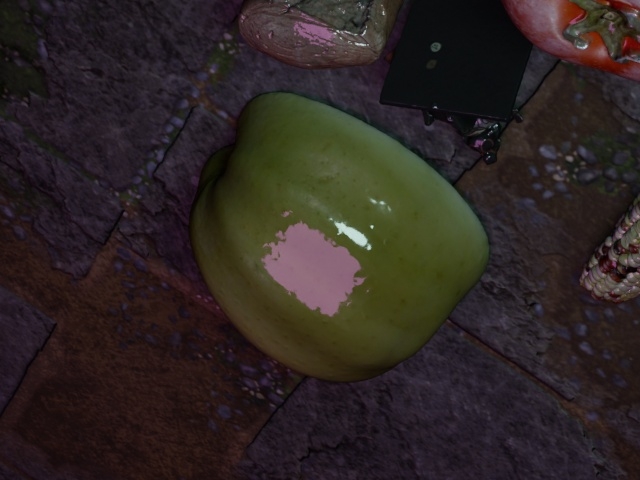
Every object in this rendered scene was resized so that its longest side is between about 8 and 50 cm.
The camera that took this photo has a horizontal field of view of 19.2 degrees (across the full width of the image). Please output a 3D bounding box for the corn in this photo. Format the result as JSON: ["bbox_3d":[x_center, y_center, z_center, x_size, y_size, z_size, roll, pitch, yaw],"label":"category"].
[{"bbox_3d":[0.380,-0.008,2.132,0.092,0.092,0.280,34,140,-2],"label":"corn"}]

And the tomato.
[{"bbox_3d":[0.303,-0.286,1.807,0.270,0.227,0.270,19,157,8],"label":"tomato"}]

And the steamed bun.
[{"bbox_3d":[-0.001,-0.260,2.084,0.175,0.145,0.106,12,134,15],"label":"steamed bun"}]

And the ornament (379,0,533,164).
[{"bbox_3d":[0.174,-0.167,2.123,0.166,0.153,0.196,11,158,24],"label":"ornament"}]

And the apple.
[{"bbox_3d":[0.000,0.000,2.380,0.360,0.311,0.320,38,94,-8],"label":"apple"}]
